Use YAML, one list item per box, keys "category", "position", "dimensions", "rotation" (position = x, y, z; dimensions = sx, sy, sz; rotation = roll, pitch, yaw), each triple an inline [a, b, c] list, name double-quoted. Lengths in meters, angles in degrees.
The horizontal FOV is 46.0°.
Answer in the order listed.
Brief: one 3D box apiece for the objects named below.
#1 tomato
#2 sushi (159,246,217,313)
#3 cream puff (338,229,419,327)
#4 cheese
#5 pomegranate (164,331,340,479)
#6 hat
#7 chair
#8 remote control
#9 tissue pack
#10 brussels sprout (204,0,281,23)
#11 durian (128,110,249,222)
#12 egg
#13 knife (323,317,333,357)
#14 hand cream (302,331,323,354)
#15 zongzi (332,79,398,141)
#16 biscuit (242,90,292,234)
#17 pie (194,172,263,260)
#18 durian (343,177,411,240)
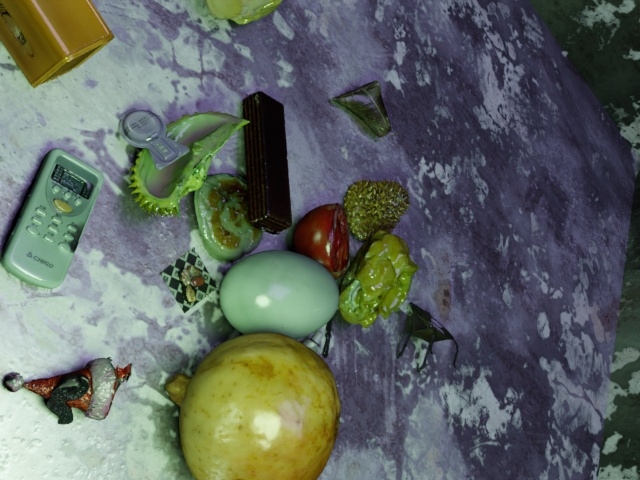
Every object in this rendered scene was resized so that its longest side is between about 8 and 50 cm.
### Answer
- category: "tomato"
  position: [0.000, 0.000, 2.085]
  dimensions: [0.233, 0.139, 0.201]
  rotation: [58, 36, -70]
- category: "sushi"
  position: [-0.310, 0.093, 1.828]
  dimensions: [0.126, 0.026, 0.120]
  rotation: [-41, 107, -43]
- category: "cream puff"
  position: [0.170, 0.118, 2.128]
  dimensions: [0.185, 0.282, 0.282]
  rotation: [29, 56, -9]
- category: "cheese"
  position: [-0.400, -0.245, 1.768]
  dimensions: [0.105, 0.042, 0.191]
  rotation: [-36, 67, -22]
- category: "pomegranate"
  position: [-0.160, 0.382, 1.684]
  dimensions: [0.410, 0.410, 0.411]
  rotation: [15, 68, -41]
- category: "hat"
  position: [-0.511, 0.291, 1.514]
  dimensions: [0.227, 0.140, 0.129]
  rotation: [11, 60, -29]
- category: "chair"
  position: [0.336, 0.288, 2.335]
  dimensions: [0.174, 0.149, 0.213]
  rotation: [33, 53, -32]
- category: "remote control"
  position: [-0.566, -0.047, 1.595]
  dimensions: [0.140, 0.056, 0.297]
  rotation: [33, 57, -32]
- category: "tissue pack"
  position: [-0.604, -0.489, 1.591]
  dimensions: [0.145, 0.194, 0.275]
  rotation: [-43, 108, -38]
- category: "brussels sprout"
  position: [-0.187, -0.751, 2.022]
  dimensions: [0.344, 0.268, 0.345]
  rotation: [6, 82, -46]
- category: "durian"
  position: [-0.326, -0.190, 1.791]
  dimensions: [0.157, 0.169, 0.356]
  rotation: [49, 52, -27]
- category: "egg"
  position: [-0.092, 0.140, 1.887]
  dimensions: [0.370, 0.229, 0.230]
  rotation: [8, 73, -51]
- category: "knife"
  position: [0.024, 0.247, 2.128]
  dimensions: [0.023, 0.010, 0.170]
  rotation: [34, 55, -41]
- category: "hand cream"
  position: [-0.054, 0.353, 1.994]
  dimensions: [0.084, 0.050, 0.257]
  rotation: [37, 61, -29]
- category: "zongzi"
  position: [0.134, -0.390, 2.380]
  dimensions: [0.184, 0.084, 0.187]
  rotation: [-27, 102, -31]
- category: "biscuit"
  position: [-0.141, -0.208, 2.008]
  dimensions: [0.107, 0.073, 0.389]
  rotation: [22, 56, -49]
- category: "pie"
  position: [-0.237, -0.065, 1.929]
  dimensions: [0.240, 0.054, 0.241]
  rotation: [17, 66, -43]
- category: "durian"
  position: [0.178, -0.104, 2.300]
  dimensions: [0.250, 0.137, 0.183]
  rotation: [-51, 123, -34]
